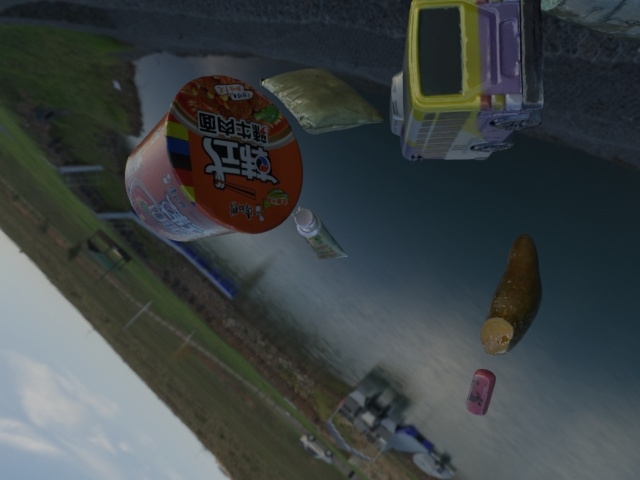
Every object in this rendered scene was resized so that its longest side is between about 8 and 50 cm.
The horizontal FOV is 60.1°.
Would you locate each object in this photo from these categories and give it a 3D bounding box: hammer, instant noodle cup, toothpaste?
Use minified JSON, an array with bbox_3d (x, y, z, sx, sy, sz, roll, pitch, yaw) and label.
[{"bbox_3d":[0.283,0.268,0.978,0.043,0.083,0.043,10,-169,-2],"label":"hammer"},{"bbox_3d":[-0.183,-0.113,0.894,0.192,0.250,0.250,-16,122,44],"label":"instant noodle cup"},{"bbox_3d":[0.000,0.000,1.222,0.058,0.056,0.314,37,174,19],"label":"toothpaste"}]

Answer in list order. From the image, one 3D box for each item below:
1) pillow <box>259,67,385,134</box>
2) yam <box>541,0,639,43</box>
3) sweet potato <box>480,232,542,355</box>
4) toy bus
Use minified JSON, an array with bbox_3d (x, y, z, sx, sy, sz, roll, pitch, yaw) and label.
[{"bbox_3d":[-0.005,-0.313,1.218,0.302,0.185,0.075,-125,29,-48],"label":"pillow"},{"bbox_3d":[0.537,-0.472,0.998,0.271,0.202,0.201,10,173,-8],"label":"yam"},{"bbox_3d":[0.316,0.075,0.873,0.077,0.243,0.077,23,144,17],"label":"sweet potato"},{"bbox_3d":[0.263,-0.288,1.079,0.249,0.209,0.440,-1,178,6],"label":"toy bus"}]
